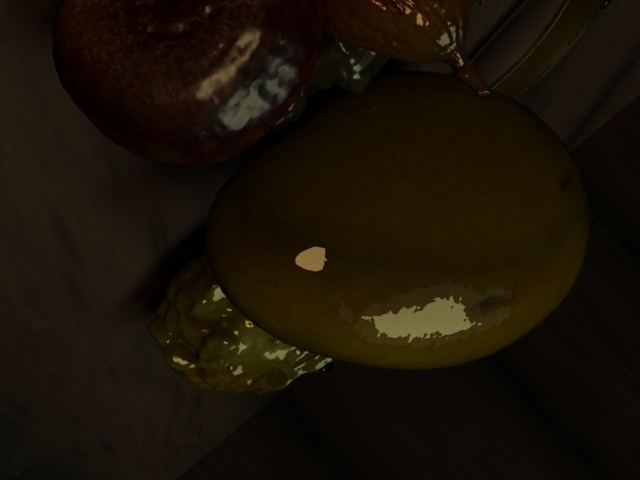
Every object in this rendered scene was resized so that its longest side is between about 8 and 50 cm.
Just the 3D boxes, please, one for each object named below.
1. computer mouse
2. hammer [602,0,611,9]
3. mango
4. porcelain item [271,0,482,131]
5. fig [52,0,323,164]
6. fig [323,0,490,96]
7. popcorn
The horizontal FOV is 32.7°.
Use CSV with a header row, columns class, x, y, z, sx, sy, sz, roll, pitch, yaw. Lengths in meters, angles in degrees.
class,x,y,z,sx,sy,sz,roll,pitch,yaw
computer mouse,0.258,-0.239,1.356,0.310,0.072,0.158,-46,166,30
hammer,0.409,-0.371,1.501,0.065,0.021,0.178,-40,167,-10
mango,0.074,-0.026,0.983,0.445,0.301,0.220,-10,143,-50
porcelain item,0.029,-0.161,0.900,0.216,0.069,0.081,-37,174,2
fig,-0.069,-0.104,0.620,0.146,0.133,0.201,-31,177,-6
fig,0.049,-0.167,0.749,0.119,0.153,0.119,-11,153,-6
popcorn,-0.058,0.082,1.198,0.233,0.192,0.266,-41,159,15
